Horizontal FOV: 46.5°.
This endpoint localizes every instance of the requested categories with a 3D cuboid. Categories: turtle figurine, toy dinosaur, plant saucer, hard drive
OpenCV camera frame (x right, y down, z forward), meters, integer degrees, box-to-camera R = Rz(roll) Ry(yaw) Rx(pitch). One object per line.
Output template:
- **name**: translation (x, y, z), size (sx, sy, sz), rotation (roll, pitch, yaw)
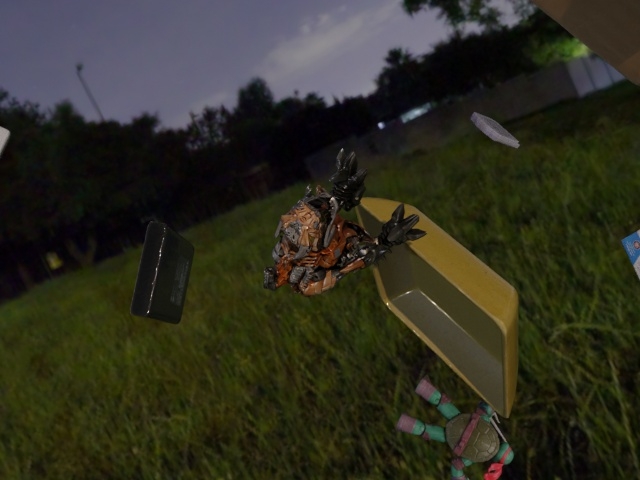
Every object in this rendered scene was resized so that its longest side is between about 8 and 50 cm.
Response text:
- **turtle figurine**: translation (0.262, 0.349, 1.337), size (0.175, 0.234, 0.118), rotation (-53, -18, -24)
- **toy dinosaur**: translation (0.000, 0.000, 1.041), size (0.218, 0.164, 0.322), rotation (-40, 6, -16)
- **plant saucer**: translation (0.210, 0.095, 1.220), size (0.081, 0.333, 0.333), rotation (-37, -35, -12)
- **hard drive**: translation (-0.165, 0.039, 0.793), size (0.022, 0.094, 0.135), rotation (9, -9, 3)

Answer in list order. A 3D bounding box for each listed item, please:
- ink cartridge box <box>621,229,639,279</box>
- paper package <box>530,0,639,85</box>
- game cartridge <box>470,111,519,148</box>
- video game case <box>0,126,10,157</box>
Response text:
- **ink cartridge box**: translation (0.512, 0.009, 1.069), size (0.052, 0.088, 0.122), rotation (11, -37, -41)
- **paper package**: translation (0.438, -0.395, 0.955), size (0.168, 0.309, 0.325), rotation (-56, 7, -21)
- **game cartridge**: translation (0.276, -0.176, 1.190), size (0.017, 0.056, 0.083), rotation (-58, 36, 22)
- **video game case**: translation (-0.421, -0.056, 0.697), size (0.023, 0.183, 0.201), rotation (-31, 39, 62)
